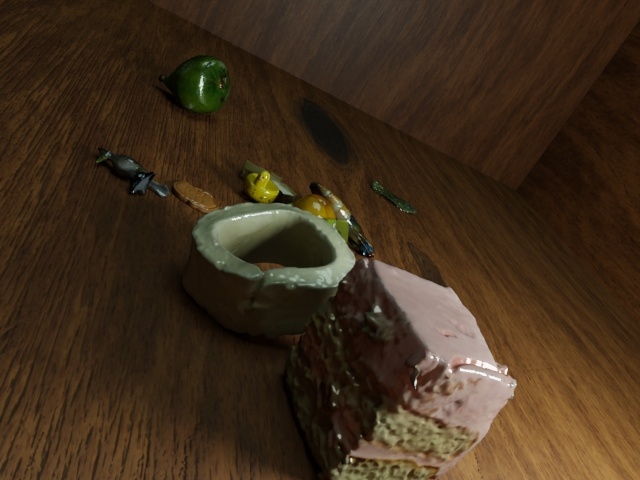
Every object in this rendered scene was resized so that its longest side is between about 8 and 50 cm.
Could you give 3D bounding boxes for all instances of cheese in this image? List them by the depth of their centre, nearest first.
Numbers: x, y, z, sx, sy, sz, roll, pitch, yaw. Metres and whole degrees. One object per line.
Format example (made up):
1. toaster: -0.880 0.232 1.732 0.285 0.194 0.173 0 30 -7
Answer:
1. cheese: -0.110 0.056 1.390 0.332 0.153 0.292 -8 41 -31

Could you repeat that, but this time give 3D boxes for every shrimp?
1. shrimp: 0.057 -0.061 2.016 0.290 0.054 0.222 51 -9 -13

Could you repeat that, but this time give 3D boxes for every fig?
1. fig: -0.443 -0.539 2.290 0.235 0.203 0.203 16 12 32

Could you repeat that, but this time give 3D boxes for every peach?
1. peach: -0.026 -0.063 1.869 0.138 0.138 0.138 27 22 -12

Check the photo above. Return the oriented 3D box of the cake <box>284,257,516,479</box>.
1. cake: 0.131 0.240 1.192 0.293 0.307 0.314 17 27 -36

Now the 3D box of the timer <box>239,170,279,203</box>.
1. timer: -0.167 -0.157 1.905 0.107 0.109 0.107 27 22 -12

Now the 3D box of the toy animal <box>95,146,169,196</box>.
1. toy animal: -0.470 -0.172 1.629 0.202 0.070 0.105 33 9 10

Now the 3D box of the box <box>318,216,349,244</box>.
1. box: 0.000 0.000 1.788 0.030 0.122 0.193 4 -2 45

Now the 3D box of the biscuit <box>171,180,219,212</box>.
1. biscuit: -0.324 -0.114 1.730 0.130 0.019 0.102 32 23 -1

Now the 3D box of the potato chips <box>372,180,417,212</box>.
1. potato chips: 0.296 -0.169 2.652 0.209 0.026 0.142 43 22 25

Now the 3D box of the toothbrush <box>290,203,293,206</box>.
1. toothbrush: -0.082 -0.106 2.019 0.263 0.026 0.022 41 40 21

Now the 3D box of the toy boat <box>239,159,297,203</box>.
1. toy boat: -0.158 -0.179 2.014 0.206 0.064 0.072 37 34 19
